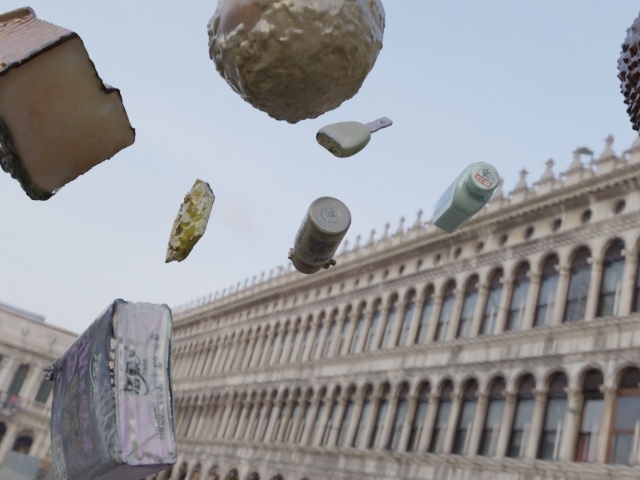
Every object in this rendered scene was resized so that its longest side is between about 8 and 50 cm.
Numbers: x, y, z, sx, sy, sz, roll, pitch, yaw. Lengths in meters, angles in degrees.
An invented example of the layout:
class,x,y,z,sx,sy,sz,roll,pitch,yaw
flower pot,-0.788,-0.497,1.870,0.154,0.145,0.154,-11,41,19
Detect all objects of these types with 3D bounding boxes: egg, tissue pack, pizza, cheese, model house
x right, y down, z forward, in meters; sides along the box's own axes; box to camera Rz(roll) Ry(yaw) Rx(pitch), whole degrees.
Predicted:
class,x,y,z,sx,sy,sz,roll,pitch,yaw
egg,-0.031,-0.321,1.184,0.279,0.310,0.279,19,-56,31
tissue pack,-0.348,0.270,1.240,0.122,0.260,0.361,6,-27,-33
pizza,-0.212,-0.037,1.230,0.035,0.160,0.099,26,-23,-26
cheese,0.083,-0.231,1.618,0.097,0.192,0.037,40,-41,29
model house,-0.366,-0.182,0.957,0.172,0.166,0.183,31,-34,35

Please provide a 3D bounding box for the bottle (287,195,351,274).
class,x,y,z,sx,sy,sz,roll,pitch,yaw
bottle,0.000,0.000,1.663,0.110,0.097,0.209,17,-34,-7

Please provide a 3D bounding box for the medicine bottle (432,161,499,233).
class,x,y,z,sx,sy,sz,roll,pitch,yaw
medicine bottle,0.318,-0.100,1.642,0.083,0.121,0.229,32,-17,3

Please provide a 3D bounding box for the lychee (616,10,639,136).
class,x,y,z,sx,sy,sz,roll,pitch,yaw
lychee,0.542,-0.231,1.076,0.271,0.272,0.271,14,-21,6
